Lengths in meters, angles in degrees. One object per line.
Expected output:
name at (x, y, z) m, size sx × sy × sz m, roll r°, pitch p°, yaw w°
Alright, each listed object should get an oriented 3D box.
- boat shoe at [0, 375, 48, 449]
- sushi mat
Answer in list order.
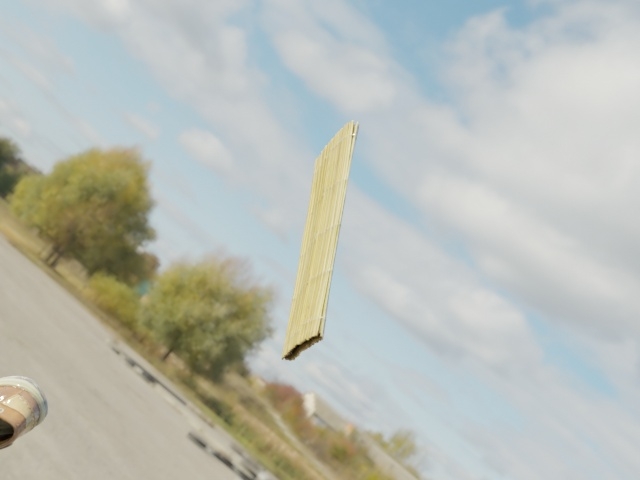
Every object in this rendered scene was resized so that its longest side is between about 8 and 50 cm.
boat shoe at (-0.615, 0.304, 1.696) m, size 0.116 × 0.324 × 0.123 m, roll -70°, pitch 142°, yaw -67°
sushi mat at (0.000, 0.000, 1.417) m, size 0.019 × 0.317 × 0.151 m, roll 15°, pitch -21°, yaw -14°
